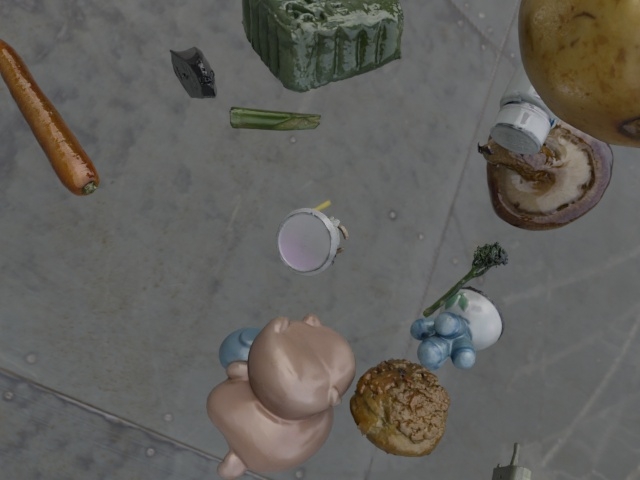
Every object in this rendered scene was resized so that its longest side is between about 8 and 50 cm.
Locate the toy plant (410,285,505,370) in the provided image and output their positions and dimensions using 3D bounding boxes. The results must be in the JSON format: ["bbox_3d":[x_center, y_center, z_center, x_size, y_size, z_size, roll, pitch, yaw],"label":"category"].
[{"bbox_3d":[0.431,0.320,2.116,0.332,0.247,0.247,-28,101,-39],"label":"toy plant"}]

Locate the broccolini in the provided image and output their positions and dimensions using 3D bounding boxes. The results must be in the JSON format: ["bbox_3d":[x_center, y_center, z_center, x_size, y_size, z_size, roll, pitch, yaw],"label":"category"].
[{"bbox_3d":[0.339,0.101,1.513,0.071,0.254,0.057,50,18,24],"label":"broccolini"}]

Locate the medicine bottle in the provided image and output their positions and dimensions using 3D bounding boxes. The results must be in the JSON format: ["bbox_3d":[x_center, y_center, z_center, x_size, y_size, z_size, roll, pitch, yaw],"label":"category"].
[{"bbox_3d":[0.501,-0.338,1.468,0.143,0.143,0.258,33,79,-29],"label":"medicine bottle"}]

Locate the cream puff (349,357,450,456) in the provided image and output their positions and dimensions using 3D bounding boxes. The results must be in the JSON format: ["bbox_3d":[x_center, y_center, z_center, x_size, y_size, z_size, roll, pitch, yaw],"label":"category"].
[{"bbox_3d":[0.122,0.238,0.939,0.150,0.165,0.115,14,108,-21],"label":"cream puff"}]

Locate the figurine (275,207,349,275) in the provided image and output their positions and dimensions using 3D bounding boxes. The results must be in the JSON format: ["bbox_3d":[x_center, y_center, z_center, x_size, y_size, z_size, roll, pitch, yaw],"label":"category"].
[{"bbox_3d":[0.000,0.000,1.258,0.154,0.132,0.132,-9,89,-66],"label":"figurine"}]

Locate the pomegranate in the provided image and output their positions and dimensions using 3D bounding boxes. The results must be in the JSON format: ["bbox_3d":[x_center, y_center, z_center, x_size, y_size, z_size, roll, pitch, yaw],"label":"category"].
[{"bbox_3d":[0.402,-0.260,0.828,0.307,0.307,0.307,6,80,-36],"label":"pomegranate"}]

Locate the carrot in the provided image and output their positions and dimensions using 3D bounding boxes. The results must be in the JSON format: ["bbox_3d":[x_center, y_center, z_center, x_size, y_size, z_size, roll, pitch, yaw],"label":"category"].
[{"bbox_3d":[-0.328,-0.149,0.746,0.043,0.043,0.248,-25,72,-36],"label":"carrot"}]

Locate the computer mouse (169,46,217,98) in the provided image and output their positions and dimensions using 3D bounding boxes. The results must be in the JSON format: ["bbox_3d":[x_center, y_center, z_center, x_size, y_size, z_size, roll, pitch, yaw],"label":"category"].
[{"bbox_3d":[-0.228,-0.315,1.193,0.057,0.172,0.099,-29,123,-18],"label":"computer mouse"}]

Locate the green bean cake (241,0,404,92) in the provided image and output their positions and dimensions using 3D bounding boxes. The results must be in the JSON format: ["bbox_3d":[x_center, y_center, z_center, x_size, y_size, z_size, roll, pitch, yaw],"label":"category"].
[{"bbox_3d":[0.004,-0.356,1.030,0.227,0.222,0.125,-18,139,-22],"label":"green bean cake"}]

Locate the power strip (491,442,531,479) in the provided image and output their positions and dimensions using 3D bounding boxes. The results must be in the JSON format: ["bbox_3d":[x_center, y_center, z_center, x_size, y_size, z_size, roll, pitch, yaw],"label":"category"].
[{"bbox_3d":[0.279,0.443,0.979,0.034,0.092,0.268,19,65,1],"label":"power strip"}]

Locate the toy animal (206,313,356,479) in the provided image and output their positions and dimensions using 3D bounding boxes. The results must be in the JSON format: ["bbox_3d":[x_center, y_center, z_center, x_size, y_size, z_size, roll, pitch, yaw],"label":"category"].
[{"bbox_3d":[-0.049,0.234,0.986,0.210,0.221,0.229,-6,78,-47],"label":"toy animal"}]

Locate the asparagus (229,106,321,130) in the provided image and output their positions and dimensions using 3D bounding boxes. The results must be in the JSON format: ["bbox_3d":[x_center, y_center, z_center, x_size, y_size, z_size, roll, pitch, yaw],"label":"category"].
[{"bbox_3d":[-0.085,-0.228,1.212,0.178,0.045,0.041,2,94,-12],"label":"asparagus"}]

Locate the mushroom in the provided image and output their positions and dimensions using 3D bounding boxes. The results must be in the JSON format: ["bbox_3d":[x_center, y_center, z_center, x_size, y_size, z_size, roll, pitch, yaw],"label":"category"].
[{"bbox_3d":[0.573,-0.181,1.674,0.259,0.345,0.345,-31,104,-62],"label":"mushroom"}]
